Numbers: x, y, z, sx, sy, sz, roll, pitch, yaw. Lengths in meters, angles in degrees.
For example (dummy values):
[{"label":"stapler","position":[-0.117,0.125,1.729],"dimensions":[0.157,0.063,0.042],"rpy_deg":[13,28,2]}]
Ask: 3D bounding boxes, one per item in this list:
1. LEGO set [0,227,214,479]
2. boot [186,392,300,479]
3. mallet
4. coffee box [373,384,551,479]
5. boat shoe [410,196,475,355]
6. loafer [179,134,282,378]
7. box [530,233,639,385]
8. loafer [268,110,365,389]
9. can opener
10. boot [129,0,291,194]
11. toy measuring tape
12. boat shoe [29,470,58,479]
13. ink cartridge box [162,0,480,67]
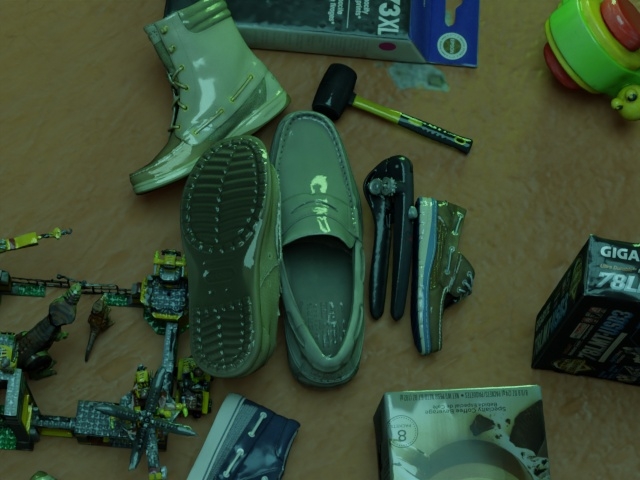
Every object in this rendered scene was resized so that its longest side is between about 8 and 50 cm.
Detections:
[{"label":"LEGO set","position":[-0.270,0.102,1.657],"dimensions":[0.331,0.192,0.255],"rpy_deg":[12,70,1]},{"label":"boot","position":[-0.091,0.255,1.679],"dimensions":[0.086,0.069,0.190],"rpy_deg":[21,69,7]},{"label":"mallet","position":[0.087,-0.151,1.855],"dimensions":[0.189,0.039,0.062],"rpy_deg":[16,68,-3]},{"label":"coffee box","position":[0.151,0.308,1.649],"dimensions":[0.168,0.119,0.297],"rpy_deg":[-3,71,-5]},{"label":"boat shoe","position":[0.135,0.038,1.772],"dimensions":[0.066,0.066,0.183],"rpy_deg":[4,70,-3]},{"label":"loafer","position":[-0.090,0.021,1.692],"dimensions":[0.102,0.092,0.268],"rpy_deg":[-2,70,15]},{"label":"box","position":[0.384,0.090,1.648],"dimensions":[0.293,0.295,0.073],"rpy_deg":[10,70,1]},{"label":"loafer","position":[0.000,0.000,1.752],"dimensions":[0.112,0.111,0.319],"rpy_deg":[-5,71,-8]},{"label":"can opener","position":[0.081,-0.004,1.780],"dimensions":[0.059,0.073,0.186],"rpy_deg":[-7,76,35]},{"label":"boot","position":[-0.156,-0.163,1.788],"dimensions":[0.213,0.077,0.165],"rpy_deg":[-37,103,-20]},{"label":"toy measuring tape","position":[0.287,-0.281,1.863],"dimensions":[0.121,0.121,0.330],"rpy_deg":[-23,74,-11]},{"label":"boat shoe","position":[-0.301,0.344,1.631],"dimensions":[0.073,0.080,0.223],"rpy_deg":[18,66,8]},{"label":"ink cartridge box","position":[0.008,-0.307,1.890],"dimensions":[0.371,0.069,0.176],"rpy_deg":[6,70,-4]}]
